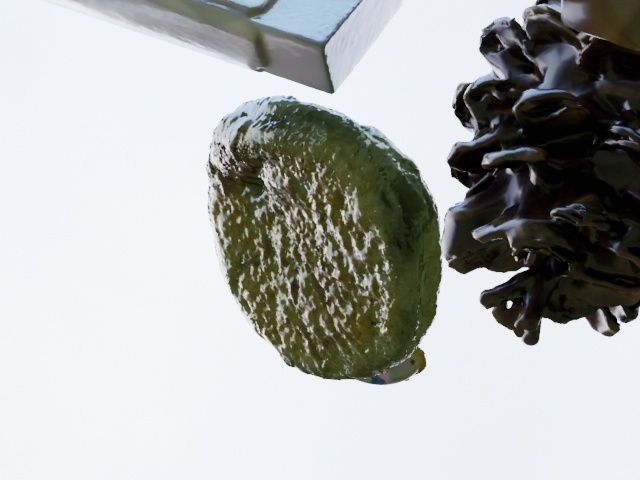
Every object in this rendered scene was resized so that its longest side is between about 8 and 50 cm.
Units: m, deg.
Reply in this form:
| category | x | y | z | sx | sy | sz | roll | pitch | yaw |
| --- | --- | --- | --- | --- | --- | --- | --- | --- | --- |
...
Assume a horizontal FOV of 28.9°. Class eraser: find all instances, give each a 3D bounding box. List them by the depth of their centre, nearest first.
| category | x | y | z | sx | sy | sz | roll | pitch | yaw |
| --- | --- | --- | --- | --- | --- | --- | --- | --- | --- |
| eraser | -0.141 | -0.246 | 1.090 | 0.213 | 0.397 | 0.082 | -54 | -21 | -46 |

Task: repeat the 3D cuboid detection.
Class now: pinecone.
| category | x | y | z | sx | sy | sz | roll | pitch | yaw |
| --- | --- | --- | --- | --- | --- | --- | --- | --- | --- |
| pinecone | 0.202 | -0.055 | 0.892 | 0.243 | 0.257 | 0.243 | 9 | -46 | 9 |

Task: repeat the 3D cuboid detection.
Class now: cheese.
| category | x | y | z | sx | sy | sz | roll | pitch | yaw |
| --- | --- | --- | --- | --- | --- | --- | --- | --- | --- |
| cheese | 0.052 | 0.121 | 1.594 | 0.250 | 0.156 | 0.064 | 60 | -140 | -48 |

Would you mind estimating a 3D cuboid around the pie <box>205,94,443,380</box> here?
| category | x | y | z | sx | sy | sz | roll | pitch | yaw |
| --- | --- | --- | --- | --- | --- | --- | --- | --- | --- |
| pie | 0.000 | 0.000 | 1.108 | 0.078 | 0.277 | 0.277 | -33 | -45 | -37 |

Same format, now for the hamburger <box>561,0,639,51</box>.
| category | x | y | z | sx | sy | sz | roll | pitch | yaw |
| --- | --- | --- | --- | --- | --- | --- | --- | --- | --- |
| hamburger | 0.194 | -0.130 | 0.355 | 0.138 | 0.243 | 0.262 | -13 | -57 | -57 |
